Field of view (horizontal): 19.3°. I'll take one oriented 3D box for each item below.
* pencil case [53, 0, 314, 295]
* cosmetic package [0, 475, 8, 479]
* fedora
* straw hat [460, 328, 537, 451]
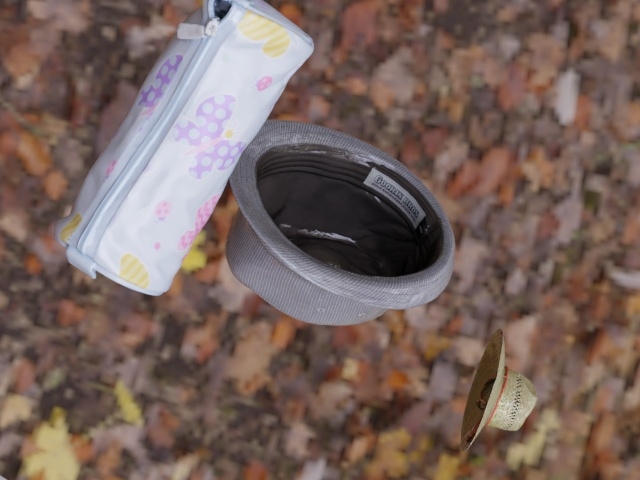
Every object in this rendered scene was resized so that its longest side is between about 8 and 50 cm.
[{"bbox_3d":[-0.115,-0.088,1.577,0.273,0.113,0.124,-59,176,11],"label":"pencil case"},{"bbox_3d":[-0.203,0.342,1.221,0.155,0.366,0.197,-36,131,11],"label":"cosmetic package"},{"bbox_3d":[0.000,0.000,1.932,0.275,0.244,0.124,5,137,-34],"label":"fedora"},{"bbox_3d":[0.202,0.173,2.045,0.144,0.061,0.145,-162,-90,-87],"label":"straw hat"}]
